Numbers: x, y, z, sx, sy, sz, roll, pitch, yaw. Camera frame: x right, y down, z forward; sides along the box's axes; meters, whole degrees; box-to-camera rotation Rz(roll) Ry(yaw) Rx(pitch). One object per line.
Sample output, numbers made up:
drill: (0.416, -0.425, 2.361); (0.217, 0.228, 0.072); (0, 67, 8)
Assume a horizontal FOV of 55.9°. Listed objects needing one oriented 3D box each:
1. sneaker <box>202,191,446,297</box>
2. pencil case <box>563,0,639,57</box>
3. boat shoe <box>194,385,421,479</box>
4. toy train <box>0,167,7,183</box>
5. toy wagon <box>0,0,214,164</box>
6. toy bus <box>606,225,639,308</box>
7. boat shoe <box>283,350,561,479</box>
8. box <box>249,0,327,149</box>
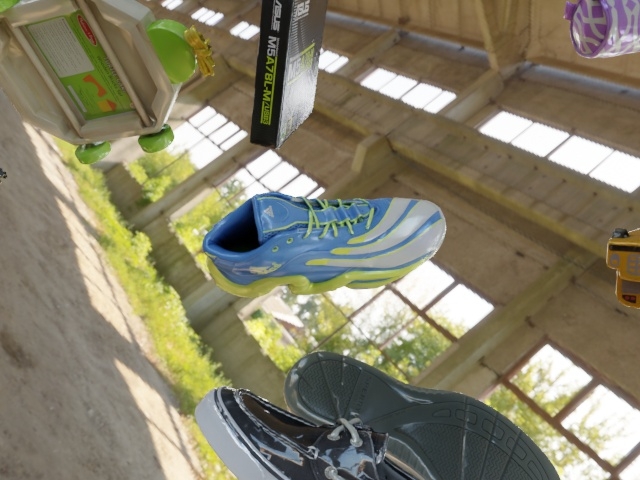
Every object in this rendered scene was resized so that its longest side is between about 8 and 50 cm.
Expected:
sneaker: (0.000, 0.000, 0.569); (0.126, 0.240, 0.091); (57, 19, -70)
pencil case: (0.426, -0.294, 0.789); (0.088, 0.206, 0.086); (-112, -164, -46)
boat shoe: (0.025, 0.215, 0.565); (0.301, 0.102, 0.108); (35, 6, 9)
toy train: (-0.474, -0.092, 0.756); (0.158, 0.036, 0.027); (9, 53, -57)
toy wagon: (-0.302, -0.245, 0.857); (0.068, 0.344, 0.267); (-79, 156, -45)
toy bus: (0.586, 0.037, 1.029); (0.108, 0.333, 0.130); (7, -79, 40)
boat shoe: (0.107, 0.231, 0.679); (0.320, 0.118, 0.103); (20, -35, 11)
box: (-0.038, -0.237, 0.796); (0.045, 0.190, 0.184); (15, -61, 7)
